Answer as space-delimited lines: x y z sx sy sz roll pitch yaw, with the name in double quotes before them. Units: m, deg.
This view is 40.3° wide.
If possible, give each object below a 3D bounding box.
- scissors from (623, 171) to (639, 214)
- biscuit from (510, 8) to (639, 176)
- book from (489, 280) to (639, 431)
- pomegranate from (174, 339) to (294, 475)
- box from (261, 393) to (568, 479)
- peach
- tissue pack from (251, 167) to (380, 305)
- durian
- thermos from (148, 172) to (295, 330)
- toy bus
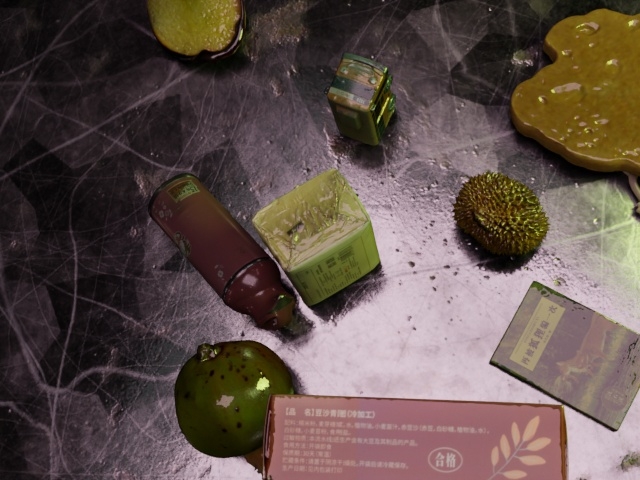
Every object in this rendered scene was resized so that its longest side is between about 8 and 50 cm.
"scissors" 0.638 -0.039 1.460 0.160 0.024 0.317 -34 73 -4
"biscuit" 0.514 -0.259 1.513 0.351 0.057 0.312 9 71 13
"book" 0.415 0.186 1.427 0.228 0.024 0.160 29 82 14
"pomegranate" -0.122 0.273 1.389 0.198 0.198 0.246 -35 75 -3
"box" 0.137 0.306 1.262 0.385 0.344 0.122 0 74 8
"peach" -0.239 -0.450 1.672 0.189 0.068 0.279 -27 74 8
"tissue pack" 0.000 0.000 1.425 0.159 0.234 0.125 -32 71 -2
"durian" 0.296 -0.044 1.445 0.158 0.168 0.137 16 94 29
"thermos" -0.163 0.038 1.478 0.330 0.109 0.136 45 118 28
"toy bus" 0.070 -0.241 1.511 0.091 0.182 0.103 23 81 13
